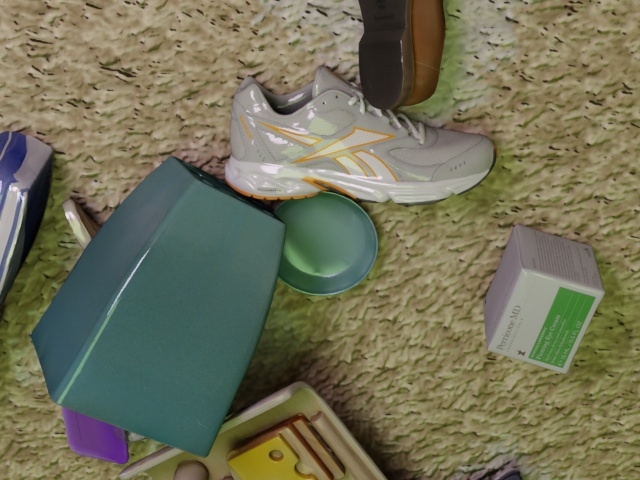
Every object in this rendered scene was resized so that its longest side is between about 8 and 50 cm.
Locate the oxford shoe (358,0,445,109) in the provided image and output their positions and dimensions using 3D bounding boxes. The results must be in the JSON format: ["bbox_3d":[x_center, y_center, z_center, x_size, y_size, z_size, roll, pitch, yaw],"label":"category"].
[{"bbox_3d":[0.080,-0.228,0.977,0.076,0.076,0.212,18,112,46],"label":"oxford shoe"}]

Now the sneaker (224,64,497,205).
[{"bbox_3d":[0.036,-0.103,1.019,0.262,0.099,0.121,0,111,3],"label":"sneaker"}]

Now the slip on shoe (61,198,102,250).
[{"bbox_3d":[-0.220,0.009,1.118,0.041,0.051,0.135,-32,110,-7],"label":"slip on shoe"}]

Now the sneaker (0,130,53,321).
[{"bbox_3d":[-0.404,0.023,1.093,0.182,0.127,0.316,24,117,-10],"label":"sneaker"}]

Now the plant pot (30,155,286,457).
[{"bbox_3d":[-0.143,0.051,1.048,0.165,0.165,0.234,27,96,-27],"label":"plant pot"}]

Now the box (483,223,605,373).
[{"bbox_3d":[0.220,0.057,1.075,0.087,0.102,0.101,17,117,-2],"label":"box"}]

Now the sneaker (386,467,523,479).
[{"bbox_3d":[0.137,0.289,1.200,0.226,0.086,0.163,41,113,-15],"label":"sneaker"}]

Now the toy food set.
[{"bbox_3d":[-0.035,0.306,1.127,0.219,0.092,0.306,-29,110,20],"label":"toy food set"}]

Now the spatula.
[{"bbox_3d":[-0.158,0.209,1.185,0.296,0.030,0.084,-1,109,17],"label":"spatula"}]

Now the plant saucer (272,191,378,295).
[{"bbox_3d":[0.000,0.000,1.109,0.119,0.021,0.119,1,116,3],"label":"plant saucer"}]

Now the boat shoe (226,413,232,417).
[{"bbox_3d":[-0.094,0.285,1.237,0.072,0.068,0.190,-2,111,-33],"label":"boat shoe"}]
